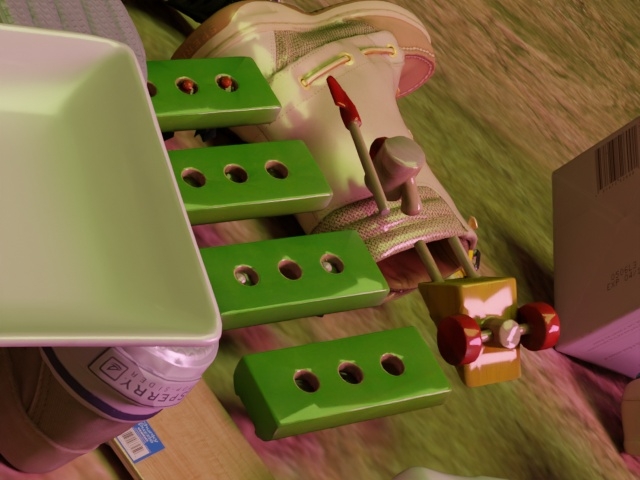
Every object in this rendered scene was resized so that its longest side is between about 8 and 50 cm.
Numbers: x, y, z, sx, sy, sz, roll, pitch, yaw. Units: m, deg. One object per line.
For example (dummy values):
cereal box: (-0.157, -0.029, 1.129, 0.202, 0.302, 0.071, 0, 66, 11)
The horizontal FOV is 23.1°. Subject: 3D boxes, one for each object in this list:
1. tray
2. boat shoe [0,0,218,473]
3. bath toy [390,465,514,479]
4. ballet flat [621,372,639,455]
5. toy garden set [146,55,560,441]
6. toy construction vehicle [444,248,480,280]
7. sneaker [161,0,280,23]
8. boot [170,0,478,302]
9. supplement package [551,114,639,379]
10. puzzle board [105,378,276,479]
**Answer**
tray: (-0.172, -0.018, 0.508, 0.270, 0.030, 0.145, 2, 50, -32)
boat shoe: (-0.131, -0.042, 0.670, 0.109, 0.094, 0.302, 31, 29, -44)
bath toy: (0.106, 0.236, 0.649, 0.348, 0.129, 0.151, -102, 180, -50)
ballet flat: (0.320, 0.177, 1.286, 0.248, 0.086, 0.086, 28, 30, -44)
toy garden set: (0.000, 0.000, 0.867, 0.203, 0.049, 0.244, -7, 54, -34)
toy construction vehicle: (0.079, 0.006, 1.126, 0.086, 0.035, 0.098, 56, 21, -19)
sneaker: (-0.108, -0.180, 1.010, 0.178, 0.072, 0.077, 29, 33, -20)
boot: (0.038, -0.061, 1.044, 0.203, 0.095, 0.262, 55, 27, 15)
supplement package: (0.357, 0.027, 1.293, 0.293, 0.177, 0.175, 21, 55, -27)
puzzle board: (-0.059, 0.099, 0.703, 0.128, 0.011, 0.096, 53, 22, 7)
